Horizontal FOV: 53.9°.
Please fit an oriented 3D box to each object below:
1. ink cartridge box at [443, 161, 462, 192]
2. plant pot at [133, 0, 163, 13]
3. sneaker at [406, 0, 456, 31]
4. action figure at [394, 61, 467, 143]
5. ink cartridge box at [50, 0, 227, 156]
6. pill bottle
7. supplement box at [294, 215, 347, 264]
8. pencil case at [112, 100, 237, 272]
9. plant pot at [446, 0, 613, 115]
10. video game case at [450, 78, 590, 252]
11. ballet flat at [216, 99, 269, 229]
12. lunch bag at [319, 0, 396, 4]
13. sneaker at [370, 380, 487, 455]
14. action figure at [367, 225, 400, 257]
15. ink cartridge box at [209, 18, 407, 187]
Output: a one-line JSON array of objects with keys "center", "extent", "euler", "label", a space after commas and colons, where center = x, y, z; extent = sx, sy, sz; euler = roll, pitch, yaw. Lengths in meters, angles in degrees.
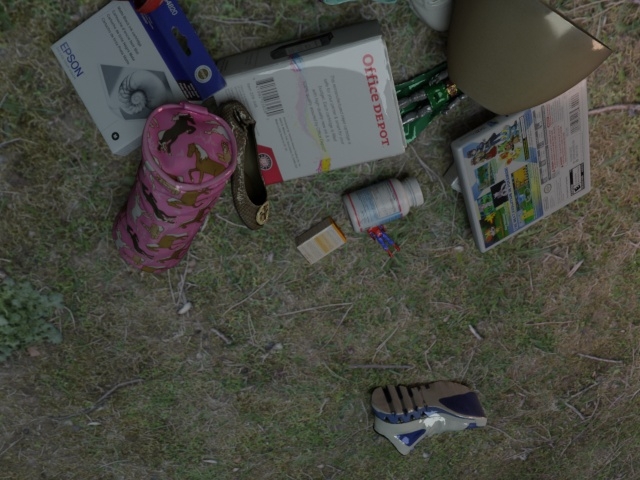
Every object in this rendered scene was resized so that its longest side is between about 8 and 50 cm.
[{"center": [0.340, -0.159, 1.365], "extent": [0.088, 0.052, 0.122], "euler": [23, 112, -26], "label": "ink cartridge box"}, {"center": [-0.303, -0.454, 0.945], "extent": [0.174, 0.191, 0.191], "euler": [18, 117, -33], "label": "plant pot"}, {"center": [0.191, -0.470, 1.105], "extent": [0.090, 0.095, 0.235], "euler": [-28, 127, 3], "label": "sneaker"}, {"center": [0.231, -0.292, 1.252], "extent": [0.232, 0.063, 0.137], "euler": [-30, 121, 2], "label": "action figure"}, {"center": [-0.306, -0.292, 1.054], "extent": [0.224, 0.045, 0.223], "euler": [-33, 86, 8], "label": "ink cartridge box"}, {"center": [0.133, -0.081, 1.344], "extent": [0.160, 0.087, 0.087], "euler": [-20, 125, -1], "label": "pill bottle"}, {"center": [0.000, 0.000, 1.395], "extent": [0.098, 0.036, 0.062], "euler": [-33, 124, 8], "label": "supplement box"}, {"center": [-0.265, -0.081, 1.106], "extent": [0.160, 0.167, 0.386], "euler": [-32, 174, -32], "label": "pencil case"}, {"center": [0.336, -0.339, 1.120], "extent": [0.284, 0.284, 0.191], "euler": [21, 122, -24], "label": "plant pot"}, {"center": [0.441, -0.155, 1.351], "extent": [0.300, 0.036, 0.329], "euler": [-30, 135, -3], "label": "video game case"}, {"center": [-0.124, -0.127, 1.107], "extent": [0.058, 0.084, 0.250], "euler": [1, 122, 18], "label": "ballet flat"}, {"center": [0.029, -0.513, 0.958], "extent": [0.160, 0.223, 0.262], "euler": [-10, 124, -16], "label": "lunch bag"}, {"center": [0.280, 0.495, 1.741], "extent": [0.315, 0.127, 0.182], "euler": [3, 125, -7], "label": "sneaker"}, {"center": [0.135, -0.011, 1.425], "extent": [0.038, 0.030, 0.115], "euler": [-39, 118, 6], "label": "action figure"}, {"center": [-0.017, -0.245, 1.147], "extent": [0.306, 0.131, 0.226], "euler": [-12, 124, 7], "label": "ink cartridge box"}]
